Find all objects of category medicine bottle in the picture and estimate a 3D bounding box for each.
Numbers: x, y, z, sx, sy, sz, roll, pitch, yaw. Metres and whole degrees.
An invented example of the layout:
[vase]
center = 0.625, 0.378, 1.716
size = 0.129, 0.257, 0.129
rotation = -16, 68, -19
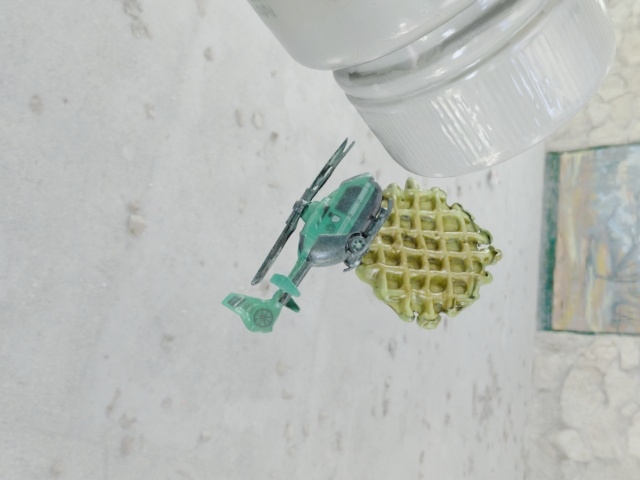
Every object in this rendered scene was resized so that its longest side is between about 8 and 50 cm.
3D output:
[medicine bottle]
center = 0.032, -0.215, 0.387
size = 0.340, 0.208, 0.208
rotation = 49, 46, -30

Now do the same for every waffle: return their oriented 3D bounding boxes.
[waffle]
center = 0.122, 0.010, 0.776
size = 0.169, 0.183, 0.036
rotation = -39, 165, -20

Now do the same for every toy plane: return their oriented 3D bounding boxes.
[toy plane]
center = 0.000, 0.000, 0.656
size = 0.235, 0.096, 0.060
rotation = -56, 176, -19
